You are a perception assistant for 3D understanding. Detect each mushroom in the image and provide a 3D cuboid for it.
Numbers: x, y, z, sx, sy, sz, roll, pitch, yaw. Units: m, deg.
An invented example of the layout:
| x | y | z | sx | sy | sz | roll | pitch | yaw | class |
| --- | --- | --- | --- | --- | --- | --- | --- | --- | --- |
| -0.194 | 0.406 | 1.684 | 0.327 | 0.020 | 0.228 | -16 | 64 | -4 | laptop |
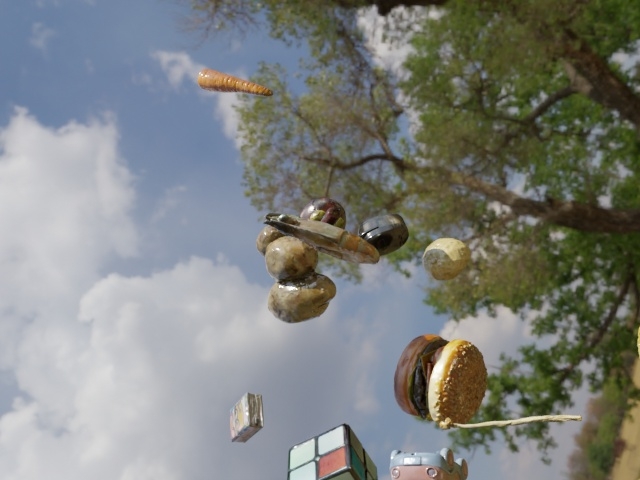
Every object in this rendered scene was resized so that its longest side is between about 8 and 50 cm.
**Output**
| x | y | z | sx | sy | sz | roll | pitch | yaw | class |
| --- | --- | --- | --- | --- | --- | --- | --- | --- | --- |
| 0.386 | 0.369 | 1.479 | 0.028 | 0.286 | 0.025 | 72 | -164 | -86 | mushroom |

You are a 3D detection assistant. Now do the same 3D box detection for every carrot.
| x | y | z | sx | sy | sz | roll | pitch | yaw | class |
| --- | --- | --- | --- | --- | --- | --- | --- | --- | --- |
| -0.244 | -0.428 | 2.007 | 0.061 | 0.257 | 0.061 | -39 | -41 | -46 | carrot |

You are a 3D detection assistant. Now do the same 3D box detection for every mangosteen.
| x | y | z | sx | sy | sz | roll | pitch | yaw | class |
| --- | --- | --- | --- | --- | --- | --- | --- | --- | --- |
| 0.005 | -0.056 | 2.350 | 0.180 | 0.166 | 0.166 | -93 | 10 | -77 | mangosteen |

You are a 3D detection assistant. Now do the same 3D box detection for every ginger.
| x | y | z | sx | sy | sz | roll | pitch | yaw | class |
| --- | --- | --- | --- | --- | --- | --- | --- | --- | --- |
| -0.078 | 0.093 | 2.114 | 0.155 | 0.245 | 0.304 | -20 | -82 | -39 | ginger |

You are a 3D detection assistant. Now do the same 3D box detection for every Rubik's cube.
| x | y | z | sx | sy | sz | roll | pitch | yaw | class |
| --- | --- | --- | --- | --- | --- | --- | --- | --- | --- |
| 0.032 | 0.593 | 1.798 | 0.167 | 0.183 | 0.180 | 58 | -167 | -19 | Rubik's cube |

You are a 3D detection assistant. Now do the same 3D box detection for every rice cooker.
| x | y | z | sx | sy | sz | roll | pitch | yaw | class |
| --- | --- | --- | --- | --- | --- | --- | --- | --- | --- |
| 0.195 | -0.019 | 2.296 | 0.112 | 0.165 | 0.106 | 65 | -167 | -46 | rice cooker |

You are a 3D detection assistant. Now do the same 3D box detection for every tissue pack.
| x | y | z | sx | sy | sz | roll | pitch | yaw | class |
| --- | --- | --- | --- | --- | --- | --- | --- | --- | --- |
| -0.242 | 0.577 | 2.359 | 0.155 | 0.065 | 0.115 | -49 | 38 | 45 | tissue pack |

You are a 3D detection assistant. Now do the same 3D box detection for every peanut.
| x | y | z | sx | sy | sz | roll | pitch | yaw | class |
| --- | --- | --- | --- | --- | --- | --- | --- | --- | --- |
| 0.406 | 0.060 | 2.363 | 0.159 | 0.141 | 0.109 | -46 | -54 | -23 | peanut |

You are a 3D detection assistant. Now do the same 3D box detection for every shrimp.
| x | y | z | sx | sy | sz | roll | pitch | yaw | class |
| --- | --- | --- | --- | --- | --- | --- | --- | --- | --- |
| 0.000 | 0.000 | 1.807 | 0.164 | 0.317 | 0.062 | 147 | 140 | -64 | shrimp |

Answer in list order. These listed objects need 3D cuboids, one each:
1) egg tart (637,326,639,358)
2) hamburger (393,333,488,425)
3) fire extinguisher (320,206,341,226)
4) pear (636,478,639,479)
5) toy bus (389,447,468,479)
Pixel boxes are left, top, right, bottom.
| x | y | z | sx | sy | sz | roll | pitch | yaw | class |
| --- | --- | --- | --- | --- | --- | --- | --- | --- | --- |
| 0.976 | 0.282 | 1.986 | 0.090 | 0.213 | 0.212 | -7 | -71 | -47 | egg tart |
| 0.372 | 0.426 | 2.188 | 0.291 | 0.225 | 0.290 | -11 | -75 | -49 | hamburger |
| 0.021 | -0.046 | 1.846 | 0.056 | 0.039 | 0.132 | -34 | -16 | -41 | fire extinguisher |
| 0.836 | 0.674 | 1.757 | 0.209 | 0.209 | 0.208 | -38 | -45 | -51 | pear |
| 0.344 | 0.792 | 2.297 | 0.294 | 0.197 | 0.231 | 45 | -137 | -50 | toy bus |
